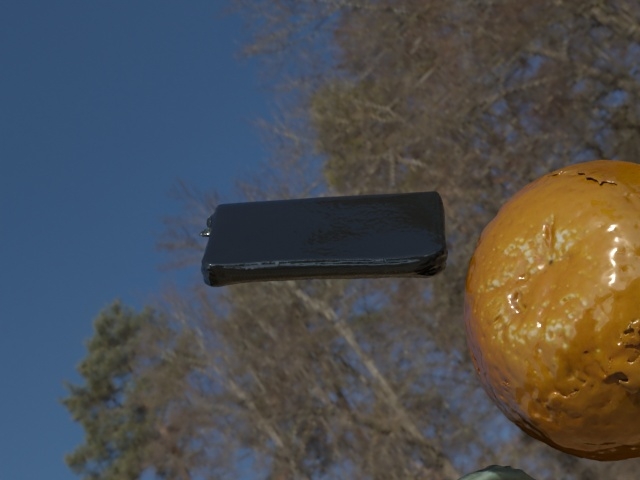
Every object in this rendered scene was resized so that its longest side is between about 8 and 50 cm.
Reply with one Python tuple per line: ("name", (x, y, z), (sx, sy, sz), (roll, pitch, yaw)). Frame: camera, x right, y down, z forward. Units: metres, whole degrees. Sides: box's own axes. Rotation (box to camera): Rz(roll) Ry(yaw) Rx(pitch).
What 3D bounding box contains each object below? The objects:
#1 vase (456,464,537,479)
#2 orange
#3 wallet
("vase", (0.262, 0.343, 1.014), (0.245, 0.245, 0.291), (-8, -2, -36))
("orange", (0.210, 0.052, 0.793), (0.193, 0.219, 0.219), (28, -67, -20))
("wallet", (0.000, 0.000, 1.059), (0.250, 0.149, 0.044), (-3, -63, 4))
